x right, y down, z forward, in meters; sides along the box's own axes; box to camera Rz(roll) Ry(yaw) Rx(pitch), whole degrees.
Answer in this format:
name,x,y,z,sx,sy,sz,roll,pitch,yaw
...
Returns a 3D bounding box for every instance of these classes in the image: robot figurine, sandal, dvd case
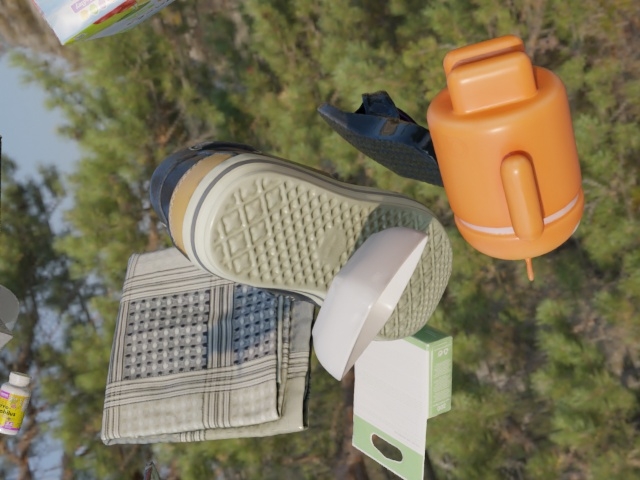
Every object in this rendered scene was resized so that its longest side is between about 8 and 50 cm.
name,x,y,z,sx,sy,sz,roll,pitch,yaw
robot figurine,0.174,-0.076,0.847,0.158,0.128,0.219,25,142,52
sandal,0.139,-0.194,1.639,0.167,0.107,0.446,42,175,-31
dvd case,-0.218,0.362,1.244,0.119,0.013,0.087,-137,24,-77

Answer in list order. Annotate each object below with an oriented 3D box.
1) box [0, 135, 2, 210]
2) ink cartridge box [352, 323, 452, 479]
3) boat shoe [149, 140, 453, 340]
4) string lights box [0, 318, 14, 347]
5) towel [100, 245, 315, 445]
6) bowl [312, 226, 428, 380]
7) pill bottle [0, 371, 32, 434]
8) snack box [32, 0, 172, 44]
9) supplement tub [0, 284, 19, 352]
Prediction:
name,x,y,z,sx,sy,sz,roll,pitch,yaw
box,-0.532,0.024,1.135,0.079,0.257,0.321,22,112,42
ink cartridge box,0.119,0.230,1.373,0.171,0.056,0.235,22,119,50
boat shoe,0.000,0.000,1.097,0.156,0.186,0.500,28,-175,40
string lights box,-0.451,0.043,0.933,0.259,0.133,0.077,47,177,15
towel,-0.157,0.130,1.299,0.056,0.324,0.312,56,-149,-52
bowl,0.044,0.055,0.923,0.053,0.142,0.142,32,134,11
pill bottle,-0.440,0.232,1.305,0.043,0.043,0.083,138,149,-83
snack box,-0.144,-0.251,0.804,0.070,0.175,0.207,57,-168,-13
supplement tub,-0.400,0.107,1.064,0.107,0.071,0.071,-53,39,32
